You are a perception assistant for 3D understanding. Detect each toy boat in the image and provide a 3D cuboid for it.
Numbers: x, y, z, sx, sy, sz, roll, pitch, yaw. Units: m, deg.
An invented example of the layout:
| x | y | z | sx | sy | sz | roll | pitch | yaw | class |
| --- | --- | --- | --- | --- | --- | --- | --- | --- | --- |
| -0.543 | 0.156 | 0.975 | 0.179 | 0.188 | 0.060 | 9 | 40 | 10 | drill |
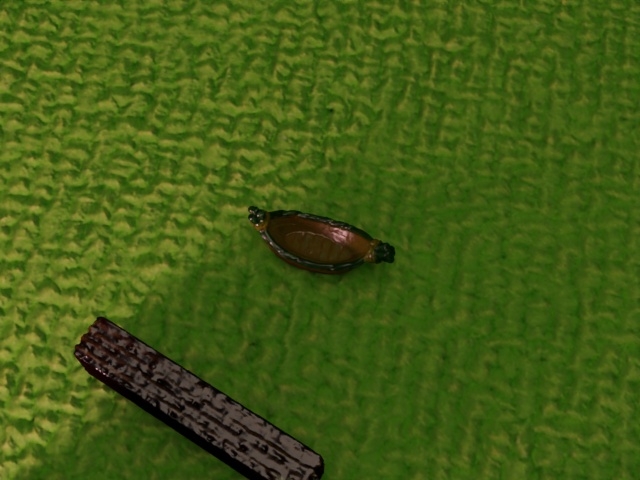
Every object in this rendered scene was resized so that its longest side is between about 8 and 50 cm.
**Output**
| x | y | z | sx | sy | sz | roll | pitch | yaw | class |
| --- | --- | --- | --- | --- | --- | --- | --- | --- | --- |
| 0.000 | 0.000 | 1.755 | 0.229 | 0.088 | 0.089 | 16 | 65 | 7 | toy boat |

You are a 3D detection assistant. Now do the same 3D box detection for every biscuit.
| x | y | z | sx | sy | sz | roll | pitch | yaw | class |
| --- | --- | --- | --- | --- | --- | --- | --- | --- | --- |
| -0.170 | 0.237 | 1.631 | 0.388 | 0.107 | 0.073 | 31 | 71 | 13 | biscuit |
